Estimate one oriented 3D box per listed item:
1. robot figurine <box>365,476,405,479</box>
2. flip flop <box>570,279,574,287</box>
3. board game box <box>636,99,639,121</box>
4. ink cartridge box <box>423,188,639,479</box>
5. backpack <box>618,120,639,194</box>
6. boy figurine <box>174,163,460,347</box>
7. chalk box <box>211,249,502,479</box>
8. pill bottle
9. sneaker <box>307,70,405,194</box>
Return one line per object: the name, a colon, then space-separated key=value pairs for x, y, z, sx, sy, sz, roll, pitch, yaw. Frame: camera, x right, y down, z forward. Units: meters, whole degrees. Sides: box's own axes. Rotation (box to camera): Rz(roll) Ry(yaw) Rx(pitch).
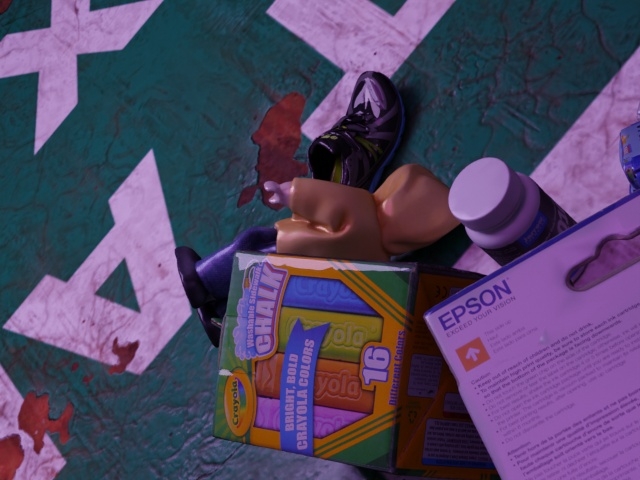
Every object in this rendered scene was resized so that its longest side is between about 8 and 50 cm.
robot figurine: x=0.044 y=0.266 z=1.508 sx=0.101 sy=0.067 sz=0.115 roll=-7 pitch=56 yaw=53
flip flop: x=0.260 y=0.118 z=1.387 sx=0.080 sy=0.112 sz=0.277 roll=-41 pitch=47 yaw=12
board game box: x=0.413 y=-0.238 z=1.542 sx=0.193 sy=0.053 sz=0.305 roll=-2 pitch=61 yaw=40
ink cartridge box: x=0.287 y=0.115 z=1.277 sx=0.324 sy=0.071 sz=0.330 roll=-30 pitch=55 yaw=7
backpack: x=0.348 y=-0.063 z=1.406 sx=0.173 sy=0.117 sz=0.158 roll=-22 pitch=15 yaw=20
boy figurine: x=0.000 y=0.000 z=1.665 sx=0.285 sy=0.177 sz=0.092 roll=-24 pitch=37 yaw=3
chalk box: x=0.024 y=0.108 z=1.522 sx=0.289 sy=0.180 sz=0.179 roll=3 pitch=85 yaw=45
pill bottle: x=0.179 y=-0.014 z=1.531 sx=0.078 sy=0.137 sz=0.078 roll=-23 pitch=49 yaw=29
sneaker: x=0.032 y=-0.099 z=1.769 sx=0.067 sy=0.078 sz=0.188 roll=2 pitch=63 yaw=43
